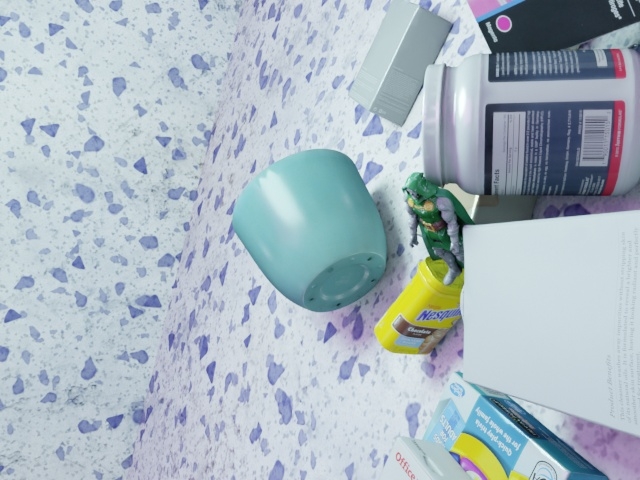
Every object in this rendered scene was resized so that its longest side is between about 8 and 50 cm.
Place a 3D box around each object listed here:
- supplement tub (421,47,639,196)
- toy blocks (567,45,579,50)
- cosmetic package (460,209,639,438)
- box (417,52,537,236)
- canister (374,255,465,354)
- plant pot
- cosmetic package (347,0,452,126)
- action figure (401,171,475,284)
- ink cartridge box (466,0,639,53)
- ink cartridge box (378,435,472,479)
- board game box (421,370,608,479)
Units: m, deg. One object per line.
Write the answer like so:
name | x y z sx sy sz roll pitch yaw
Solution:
supplement tub | 0.280 -0.155 0.901 0.191 0.272 0.191 2 -90 -76
toy blocks | 0.349 -0.475 0.963 0.288 0.259 0.309 161 119 -65
cosmetic package | 0.313 0.080 0.742 0.385 0.156 0.218 180 91 -74
box | 0.276 -0.135 1.091 0.148 0.121 0.311 13 87 61
canister | 0.181 0.114 1.127 0.170 0.126 0.073 -57 40 32
plant pot | 0.000 0.000 1.362 0.293 0.292 0.235 -54 50 31
cosmetic package | 0.167 -0.386 1.444 0.238 0.107 0.127 -60 31 17
action figure | 0.170 -0.014 0.948 0.137 0.232 0.064 11 59 42
ink cartridge box | 0.343 -0.346 0.822 0.069 0.176 0.370 -40 17 -34
ink cartridge box | 0.134 0.401 0.931 0.203 0.085 0.148 -68 27 11
board game box | 0.219 0.399 0.958 0.254 0.079 0.336 39 109 60
